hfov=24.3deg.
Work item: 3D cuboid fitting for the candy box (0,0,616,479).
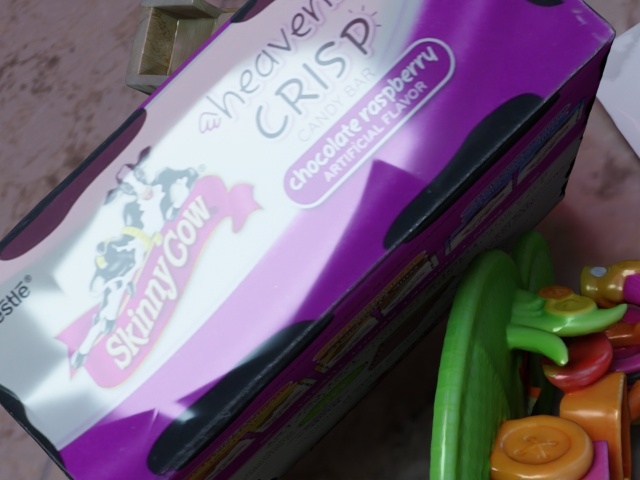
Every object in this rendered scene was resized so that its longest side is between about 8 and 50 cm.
[{"bbox_3d":[0.000,0.000,0.441,0.159,0.233,0.071,-44,80,-1],"label":"candy box"}]

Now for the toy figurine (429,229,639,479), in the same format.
[{"bbox_3d":[0.127,0.057,0.422,0.159,0.130,0.173,0,27,18],"label":"toy figurine"}]

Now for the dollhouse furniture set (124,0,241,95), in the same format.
[{"bbox_3d":[0.024,-0.124,0.673,0.182,0.101,0.161,6,82,37],"label":"dollhouse furniture set"}]

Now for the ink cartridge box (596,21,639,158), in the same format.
[{"bbox_3d":[0.185,-0.095,0.505,0.198,0.067,0.115,-36,53,10],"label":"ink cartridge box"}]
